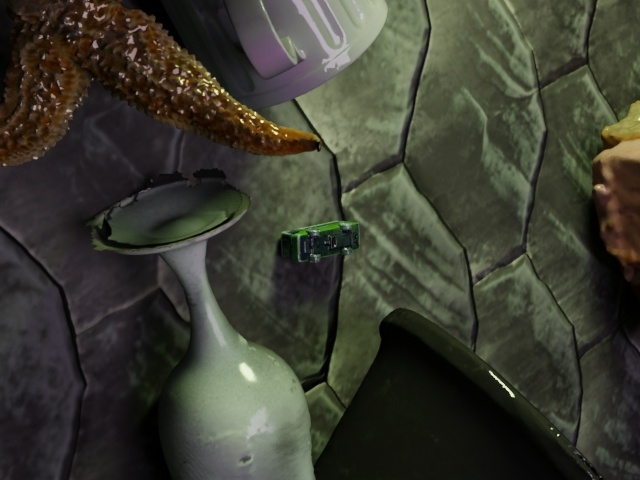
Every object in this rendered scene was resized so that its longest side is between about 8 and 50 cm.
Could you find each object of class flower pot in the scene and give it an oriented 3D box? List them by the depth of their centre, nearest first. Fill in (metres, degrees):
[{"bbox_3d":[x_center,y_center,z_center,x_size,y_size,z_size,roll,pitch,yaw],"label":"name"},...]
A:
[{"bbox_3d":[0.107,0.270,1.392,0.251,0.379,0.379,-42,128,-7],"label":"flower pot"}]

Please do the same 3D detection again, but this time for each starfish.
[{"bbox_3d":[-0.156,-0.199,1.063,0.084,0.301,0.293,-34,123,-77],"label":"starfish"}]

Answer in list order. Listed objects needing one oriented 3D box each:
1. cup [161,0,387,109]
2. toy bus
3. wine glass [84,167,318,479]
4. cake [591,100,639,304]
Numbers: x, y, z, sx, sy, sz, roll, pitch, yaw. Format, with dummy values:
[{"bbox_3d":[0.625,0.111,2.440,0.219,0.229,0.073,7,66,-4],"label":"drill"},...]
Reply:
[{"bbox_3d":[-0.048,-0.225,1.189,0.167,0.221,0.202,-40,121,-15],"label":"cup"},{"bbox_3d":[0.000,0.000,1.401,0.083,0.037,0.031,-12,106,-44],"label":"toy bus"},{"bbox_3d":[-0.089,0.107,1.257,0.143,0.143,0.321,-36,123,-37],"label":"wine glass"},{"bbox_3d":[0.505,-0.027,1.734,0.293,0.307,0.314,-38,122,-34],"label":"cake"}]
